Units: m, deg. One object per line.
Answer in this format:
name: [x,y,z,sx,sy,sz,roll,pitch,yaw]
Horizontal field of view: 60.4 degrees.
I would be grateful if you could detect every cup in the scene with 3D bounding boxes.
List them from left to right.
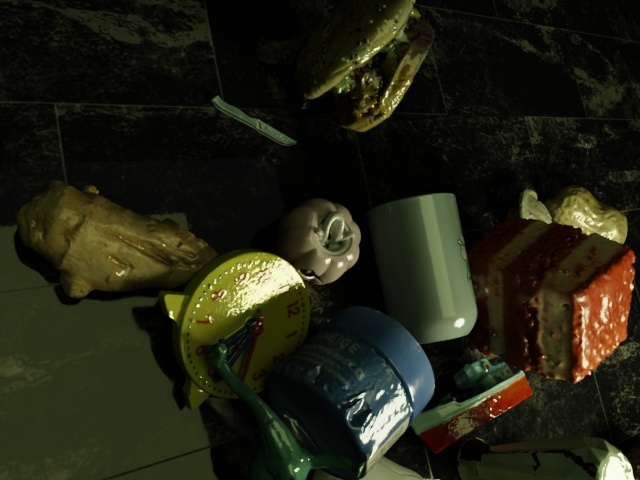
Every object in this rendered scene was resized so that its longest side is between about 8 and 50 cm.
cup: [0.231,0.064,1.232,0.205,0.205,0.313,-6,82,-32]

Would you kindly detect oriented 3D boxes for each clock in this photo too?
clock: [-0.134,0.158,1.010,0.293,0.071,0.277,-28,116,-33]

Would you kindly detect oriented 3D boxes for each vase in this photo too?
vase: [0.453,0.488,1.155,0.164,0.360,0.165,9,72,-29]

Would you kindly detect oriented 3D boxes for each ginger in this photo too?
ginger: [-0.334,0.013,0.955,0.353,0.126,0.190,11,76,-28]

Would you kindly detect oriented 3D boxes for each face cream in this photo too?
face cream: [0.054,0.284,1.033,0.225,0.249,0.249,-37,97,-37]

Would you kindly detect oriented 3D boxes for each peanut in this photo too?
peanut: [0.807,-0.055,1.635,0.291,0.159,0.143,41,35,-15]

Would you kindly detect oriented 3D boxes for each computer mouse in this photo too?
computer mouse: [0.117,0.519,1.093,0.296,0.121,0.184,38,60,-15]

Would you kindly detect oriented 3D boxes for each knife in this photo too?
knife: [-0.144,-0.256,1.206,0.210,0.015,0.028,27,59,-23]

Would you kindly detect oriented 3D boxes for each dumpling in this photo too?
dumpling: [0.578,-0.066,1.536,0.176,0.092,0.150,-18,88,-32]

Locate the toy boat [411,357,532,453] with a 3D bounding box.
toy boat: [0.324,0.364,1.250,0.331,0.145,0.133,-15,62,-35]

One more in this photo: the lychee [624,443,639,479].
lychee: [0.924,0.672,1.436,0.299,0.300,0.301,8,73,-29]

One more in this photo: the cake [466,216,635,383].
cake: [0.515,0.126,1.273,0.270,0.319,0.270,-30,120,-33]

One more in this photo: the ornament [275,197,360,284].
ornament: [0.000,0.000,1.135,0.177,0.177,0.178,8,73,-29]

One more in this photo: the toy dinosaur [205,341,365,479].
toy dinosaur: [-0.115,0.396,0.975,0.330,0.384,0.129,33,31,16]

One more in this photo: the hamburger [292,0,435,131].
hamburger: [0.083,-0.387,1.203,0.195,0.317,0.277,40,66,-26]
